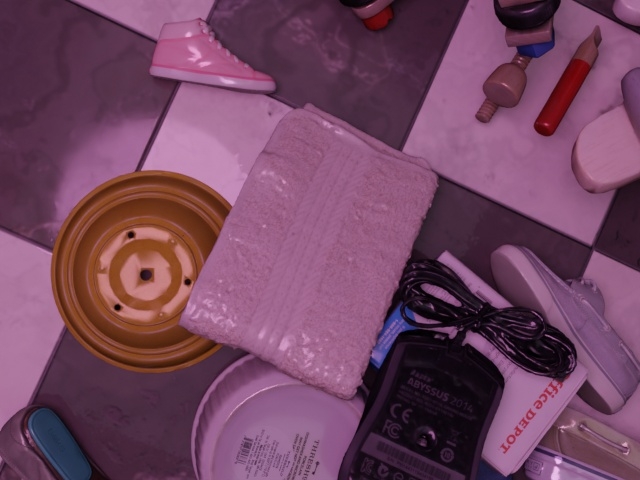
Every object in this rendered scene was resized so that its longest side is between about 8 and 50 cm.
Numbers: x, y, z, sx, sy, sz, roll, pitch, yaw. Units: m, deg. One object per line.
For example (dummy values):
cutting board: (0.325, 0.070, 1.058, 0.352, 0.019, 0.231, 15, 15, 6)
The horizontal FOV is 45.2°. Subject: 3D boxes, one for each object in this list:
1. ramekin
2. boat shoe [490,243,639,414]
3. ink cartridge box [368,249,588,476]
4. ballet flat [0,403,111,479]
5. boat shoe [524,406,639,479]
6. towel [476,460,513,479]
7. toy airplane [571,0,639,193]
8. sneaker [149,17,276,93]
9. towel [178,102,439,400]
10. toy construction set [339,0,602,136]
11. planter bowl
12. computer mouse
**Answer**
ramekin: (-0.031, 0.217, 0.787, 0.207, 0.109, 0.207, 0, 90, -6)
boat shoe: (0.274, 0.084, 0.843, 0.081, 0.079, 0.228, -40, 99, -14)
ink cartridge box: (0.154, 0.127, 0.802, 0.190, 0.082, 0.140, 41, 81, 4)
ballet flat: (-0.252, 0.265, 0.792, 0.068, 0.072, 0.213, -35, 93, 22)
boat shoe: (0.375, 0.264, 0.835, 0.302, 0.109, 0.094, 20, 86, -3)
towel: (0.172, 0.236, 0.849, 0.067, 0.029, 0.120, -14, 90, -5)
toy airplane: (0.476, -0.162, 0.761, 0.384, 0.272, 0.386, 22, 85, -7)
sneaker: (-0.109, -0.195, 0.807, 0.134, 0.051, 0.070, 10, 94, -2)
towel: (0.000, 0.000, 0.771, 0.187, 0.049, 0.282, 25, 63, -4)
toy construction set: (0.185, -0.292, 0.776, 0.309, 0.257, 0.237, 42, 72, -25)
planter bowl: (-0.173, 0.033, 0.780, 0.217, 0.090, 0.217, 0, 90, -6)
computer mouse: (0.108, 0.171, 0.722, 0.188, 0.072, 0.272, 29, 69, 5)
